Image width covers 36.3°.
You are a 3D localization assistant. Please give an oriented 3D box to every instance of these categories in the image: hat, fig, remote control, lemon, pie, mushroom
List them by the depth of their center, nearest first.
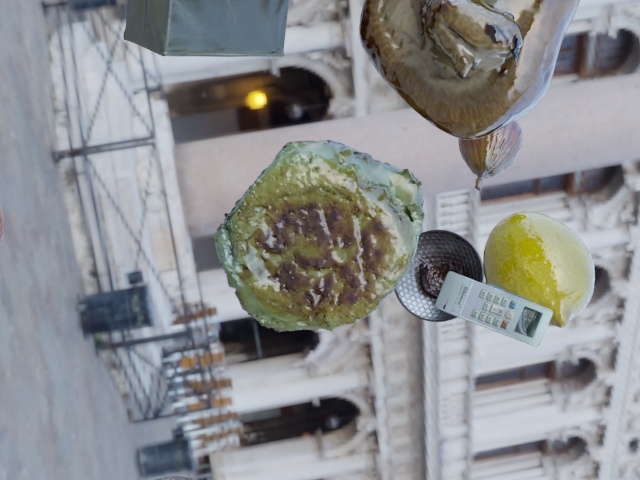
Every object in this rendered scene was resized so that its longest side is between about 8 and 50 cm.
[{"bbox_3d":[0.207,-0.322,1.350,0.260,0.345,0.345,31,43,-59],"label":"mushroom"},{"bbox_3d":[0.261,0.100,1.466,0.029,0.166,0.065,-65,176,-84],"label":"remote control"},{"bbox_3d":[0.000,0.000,1.560,0.288,0.354,0.103,40,12,-10],"label":"pie"},{"bbox_3d":[0.369,0.049,1.664,0.187,0.187,0.244,88,-11,-53],"label":"lemon"},{"bbox_3d":[0.290,-0.163,1.759,0.119,0.153,0.119,38,-30,26],"label":"fig"},{"bbox_3d":[0.252,0.076,2.035,0.082,0.193,0.193,17,62,-70],"label":"hat"}]

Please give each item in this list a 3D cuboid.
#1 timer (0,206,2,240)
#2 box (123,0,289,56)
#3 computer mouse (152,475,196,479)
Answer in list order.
[{"bbox_3d":[-0.836,-0.042,1.961,0.378,0.378,0.279,-110,-147,-63],"label":"timer"},{"bbox_3d":[-0.186,-0.389,1.608,0.155,0.231,0.148,30,-61,47],"label":"box"},{"bbox_3d":[-0.238,0.437,1.623,0.217,0.122,0.073,-21,127,-84],"label":"computer mouse"}]
